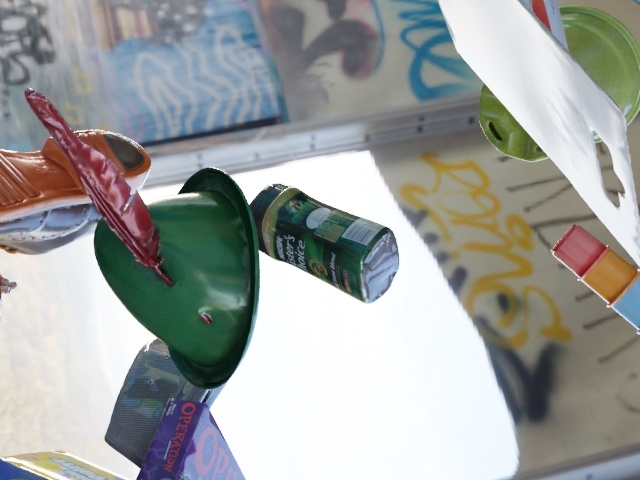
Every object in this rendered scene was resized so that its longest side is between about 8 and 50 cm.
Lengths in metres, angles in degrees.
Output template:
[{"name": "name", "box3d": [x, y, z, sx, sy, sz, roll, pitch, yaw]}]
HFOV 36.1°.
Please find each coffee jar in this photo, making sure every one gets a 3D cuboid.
[{"name": "coffee jar", "box3d": [0.000, 0.000, 1.174, 0.184, 0.079, 0.096, 25, -31, 31]}]

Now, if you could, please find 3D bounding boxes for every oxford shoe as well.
[{"name": "oxford shoe", "box3d": [-0.356, -0.029, 1.106, 0.130, 0.363, 0.133, 46, -52, 29]}]

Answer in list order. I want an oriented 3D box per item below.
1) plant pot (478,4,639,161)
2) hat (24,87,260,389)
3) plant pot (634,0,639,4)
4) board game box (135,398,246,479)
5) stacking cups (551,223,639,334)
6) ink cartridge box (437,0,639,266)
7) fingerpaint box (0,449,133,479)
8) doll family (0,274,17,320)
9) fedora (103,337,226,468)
[{"name": "plant pot", "box3d": [0.423, -0.267, 1.803, 0.276, 0.254, 0.276, 18, -57, 29]}, {"name": "hat", "box3d": [-0.165, 0.015, 0.763, 0.173, 0.183, 0.209, -14, -103, 53]}, {"name": "plant pot", "box3d": [0.470, -0.324, 1.051, 0.195, 0.290, 0.290, 50, -13, 1]}, {"name": "board game box", "box3d": [-0.117, 0.347, 1.011, 0.347, 0.056, 0.208, 72, 23, -45]}, {"name": "stacking cups", "box3d": [0.506, 0.093, 1.541, 0.316, 0.096, 0.096, 42, -19, 7]}, {"name": "ink cartridge box", "box3d": [0.139, -0.115, 0.591, 0.232, 0.066, 0.189, 53, 1, 34]}, {"name": "fingerpaint box", "box3d": [-0.320, 0.566, 1.485, 0.163, 0.444, 0.371, 16, 88, -64]}, {"name": "doll family", "box3d": [-0.568, 0.108, 1.394, 0.163, 0.262, 0.118, 116, -29, -59]}, {"name": "fedora", "box3d": [-0.225, 0.226, 1.441, 0.275, 0.124, 0.244, -59, 176, -35]}]
